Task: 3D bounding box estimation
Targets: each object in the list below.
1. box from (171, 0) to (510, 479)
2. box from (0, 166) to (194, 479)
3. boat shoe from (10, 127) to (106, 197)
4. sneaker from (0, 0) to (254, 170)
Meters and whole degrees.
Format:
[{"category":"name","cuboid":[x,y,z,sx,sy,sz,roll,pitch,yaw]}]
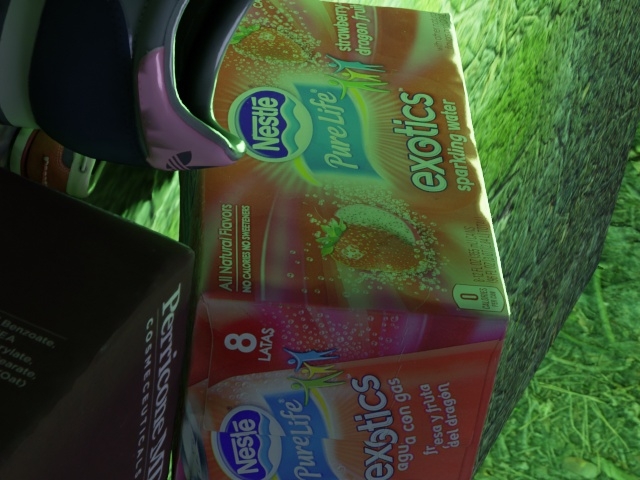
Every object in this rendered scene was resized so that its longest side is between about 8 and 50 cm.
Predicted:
[{"category":"box","cuboid":[0.000,0.000,1.030,0.300,0.154,0.142,-93,-170,-54]},{"category":"box","cuboid":[-0.203,0.150,0.786,0.381,0.143,0.191,-54,160,-47]},{"category":"boat shoe","cuboid":[-0.107,-0.073,0.983,0.049,0.043,0.137,92,23,-47]},{"category":"sneaker","cuboid":[-0.041,-0.183,0.886,0.319,0.131,0.112,-70,164,7]}]
